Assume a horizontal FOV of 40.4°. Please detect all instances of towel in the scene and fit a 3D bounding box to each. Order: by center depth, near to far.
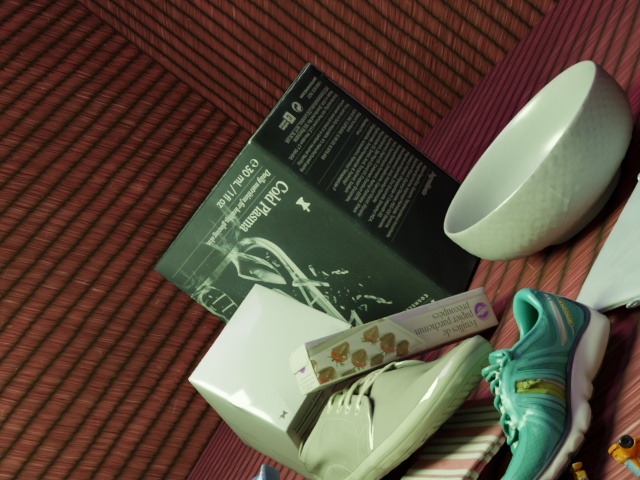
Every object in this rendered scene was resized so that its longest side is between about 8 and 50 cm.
[{"bbox_3d":[0.166,0.258,1.036,0.197,0.029,0.144,-44,4,-24],"label":"towel"}]

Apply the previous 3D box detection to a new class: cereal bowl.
[{"bbox_3d":[0.345,-0.098,1.310,0.339,0.141,0.339,-52,7,9],"label":"cereal bowl"}]

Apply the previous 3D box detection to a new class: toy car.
[{"bbox_3d":[0.273,0.201,0.774,0.122,0.060,0.040,106,150,-59],"label":"toy car"}]

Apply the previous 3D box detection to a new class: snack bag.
[{"bbox_3d":[0.424,-0.048,0.960,0.323,0.037,0.342,-55,4,-24],"label":"snack bag"}]

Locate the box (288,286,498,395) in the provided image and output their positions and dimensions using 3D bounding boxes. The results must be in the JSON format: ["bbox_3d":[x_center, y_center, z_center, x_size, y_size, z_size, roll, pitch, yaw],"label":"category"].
[{"bbox_3d":[0.109,0.142,1.249,0.324,0.063,0.067,-14,-15,-29],"label":"box"}]

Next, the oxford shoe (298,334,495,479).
[{"bbox_3d":[0.079,0.234,1.155,0.169,0.130,0.449,-30,-16,-35],"label":"oxford shoe"}]

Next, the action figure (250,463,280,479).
[{"bbox_3d":[-0.032,0.444,0.977,0.330,0.178,0.341,-41,37,41],"label":"action figure"}]

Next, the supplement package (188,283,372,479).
[{"bbox_3d":[-0.045,0.246,1.444,0.198,0.199,0.263,-56,-32,-22],"label":"supplement package"}]

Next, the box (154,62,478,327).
[{"bbox_3d":[0.000,0.000,1.742,0.480,0.471,0.297,-46,11,46],"label":"box"}]

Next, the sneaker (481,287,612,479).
[{"bbox_3d":[0.216,0.164,0.906,0.275,0.110,0.107,-62,-2,-40],"label":"sneaker"}]
